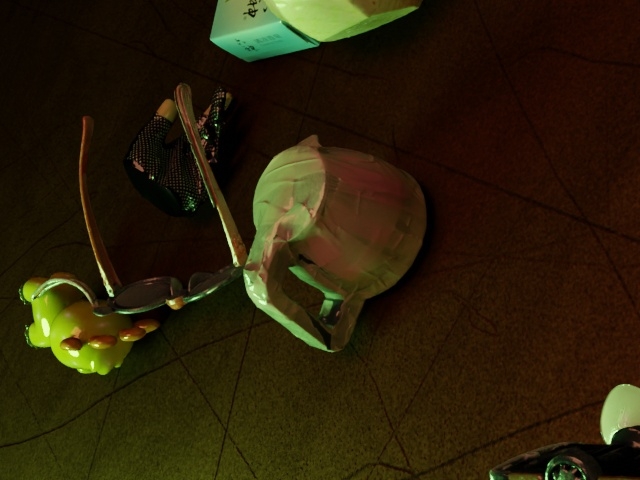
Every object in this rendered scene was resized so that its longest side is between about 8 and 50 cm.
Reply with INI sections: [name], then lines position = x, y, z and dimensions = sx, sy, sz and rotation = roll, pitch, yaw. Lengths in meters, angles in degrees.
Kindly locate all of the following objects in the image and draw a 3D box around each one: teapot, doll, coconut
[teapot]
position = -0.005, -0.009, 1.619
dimensions = 0.221, 0.178, 0.163
rotation = -54, 42, 13
[doll]
position = -0.318, 0.114, 1.926
dimensions = 0.221, 0.143, 0.135
rotation = 13, 109, 54
[coconut]
position = 0.032, -0.364, 1.744
dimensions = 0.237, 0.197, 0.236
rotation = -29, 47, 37

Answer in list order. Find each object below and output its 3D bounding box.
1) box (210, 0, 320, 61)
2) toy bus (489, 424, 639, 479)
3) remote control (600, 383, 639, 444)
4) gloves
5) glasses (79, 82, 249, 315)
[box]
position = -0.056, -0.369, 1.920
dimensions = 0.143, 0.083, 0.232
rotation = -5, 66, 43
[toy bus]
position = 0.292, 0.248, 1.198
dimensions = 0.275, 0.139, 0.167
rotation = -5, 93, 43
[remote control]
position = 0.347, 0.195, 1.263
dimensions = 0.229, 0.044, 0.073
rotation = 25, 105, 41
[gloves]
position = -0.172, -0.127, 1.927
dimensions = 0.129, 0.106, 0.180
rotation = 18, 55, 42
[glasses]
position = -0.222, -0.040, 1.805
dimensions = 0.234, 0.118, 0.268
rotation = -13, 103, 36
